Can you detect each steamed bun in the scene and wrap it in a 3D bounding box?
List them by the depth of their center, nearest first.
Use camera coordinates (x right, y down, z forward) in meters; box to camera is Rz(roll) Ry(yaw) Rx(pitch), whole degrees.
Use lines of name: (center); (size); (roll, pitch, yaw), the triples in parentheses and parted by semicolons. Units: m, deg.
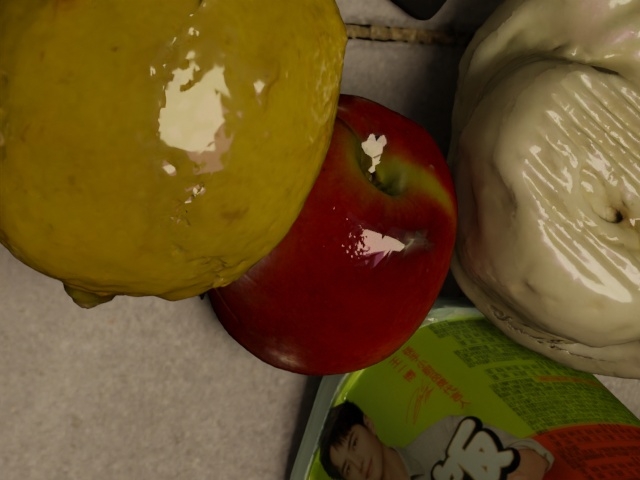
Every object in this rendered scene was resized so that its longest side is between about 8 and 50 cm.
steamed bun: (0.248, -0.064, 1.220); (0.339, 0.247, 0.352); (22, 79, -21)

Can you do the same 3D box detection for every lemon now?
lemon: (-0.111, -0.102, 0.965); (0.284, 0.260, 0.260); (-53, 126, -7)

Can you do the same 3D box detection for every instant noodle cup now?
instant noodle cup: (0.167, 0.229, 1.195); (0.294, 0.308, 0.293); (-16, 124, -25)

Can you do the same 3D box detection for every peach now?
peach: (0.000, 0.000, 1.145); (0.196, 0.226, 0.190); (34, 48, -5)

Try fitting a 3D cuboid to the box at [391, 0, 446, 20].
box: (0.078, -0.252, 1.175); (0.125, 0.027, 0.126); (31, 88, -37)
